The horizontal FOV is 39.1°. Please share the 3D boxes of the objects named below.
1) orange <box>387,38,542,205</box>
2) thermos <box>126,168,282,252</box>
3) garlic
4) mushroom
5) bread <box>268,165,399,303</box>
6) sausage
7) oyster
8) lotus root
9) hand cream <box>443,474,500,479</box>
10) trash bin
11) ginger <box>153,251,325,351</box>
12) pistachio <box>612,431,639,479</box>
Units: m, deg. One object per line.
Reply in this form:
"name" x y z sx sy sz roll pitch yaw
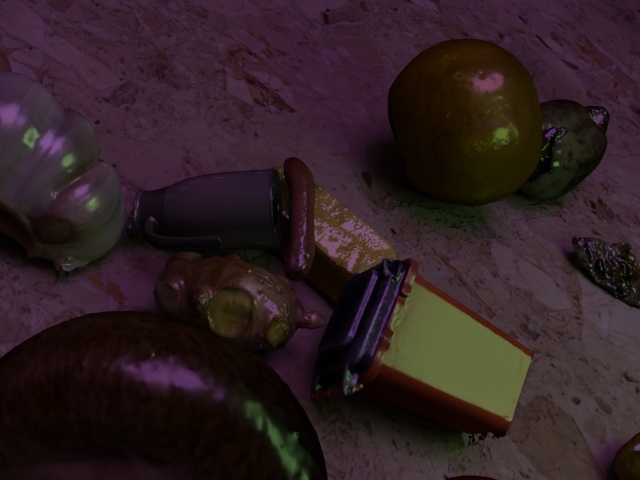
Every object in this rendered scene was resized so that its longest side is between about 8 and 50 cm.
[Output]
"orange" 0.228 -0.189 1.464 0.235 0.279 0.279 -14 51 -7
"thermos" -0.151 -0.030 1.165 0.193 0.105 0.137 -1 35 4
"garlic" -0.359 -0.108 1.096 0.281 0.184 0.203 19 34 -12
"mushroom" -0.167 0.224 0.711 0.356 0.334 0.330 7 67 -81
"bread" 0.000 0.000 1.265 0.245 0.094 0.102 40 50 14
"sausage" -0.028 -0.032 1.201 0.043 0.043 0.186 11 58 -20
"oyster" 0.504 0.044 1.543 0.177 0.056 0.105 37 47 3
"lotus root" 0.436 -0.174 1.658 0.173 0.173 0.309 46 43 20
"hand cream" 0.155 0.367 0.917 0.230 0.149 0.230 17 43 -16
"trash bin" 0.124 0.154 1.113 0.239 0.161 0.184 30 69 -11
"ginger" -0.098 0.077 1.114 0.216 0.102 0.157 19 10 -2
"pistachio" 0.487 0.308 1.207 0.189 0.100 0.110 22 44 -6
